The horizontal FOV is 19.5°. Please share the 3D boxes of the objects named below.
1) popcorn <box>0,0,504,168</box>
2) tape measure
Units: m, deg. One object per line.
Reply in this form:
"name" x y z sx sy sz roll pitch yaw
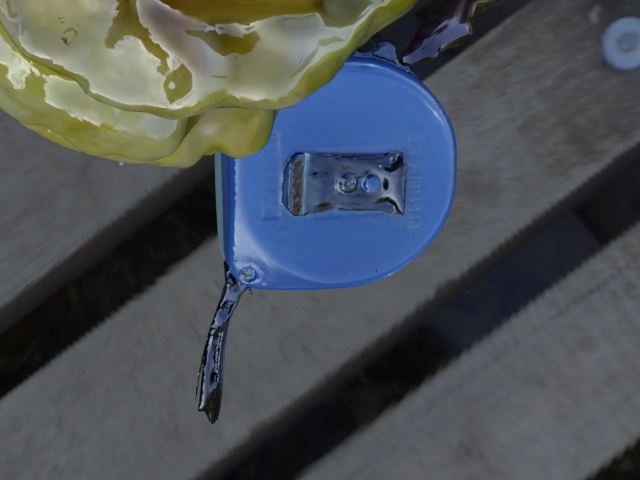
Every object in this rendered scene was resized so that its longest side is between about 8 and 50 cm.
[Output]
"popcorn" -0.040 -0.205 1.073 0.381 0.349 0.349 5 92 4
"tape measure" 0.000 0.000 1.572 0.215 0.098 0.351 -4 112 -12
